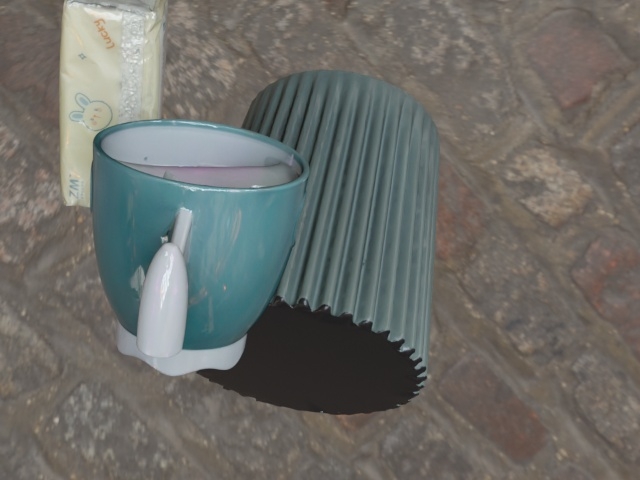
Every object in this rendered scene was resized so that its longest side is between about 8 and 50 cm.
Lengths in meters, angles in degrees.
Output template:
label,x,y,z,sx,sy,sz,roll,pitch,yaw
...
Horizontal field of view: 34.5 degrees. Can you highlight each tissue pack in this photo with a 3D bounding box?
label,x,y,z,sx,sy,sz,roll,pitch,yaw
tissue pack,-0.189,-0.145,0.941,0.092,0.148,0.196,5,121,-9

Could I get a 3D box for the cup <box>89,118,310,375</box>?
label,x,y,z,sx,sy,sz,roll,pitch,yaw
cup,-0.104,0.008,0.824,0.167,0.299,0.173,10,113,-1

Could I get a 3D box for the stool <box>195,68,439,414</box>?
label,x,y,z,sx,sy,sz,roll,pitch,yaw
stool,0.000,0.000,1.228,0.297,0.297,0.330,20,58,-14
